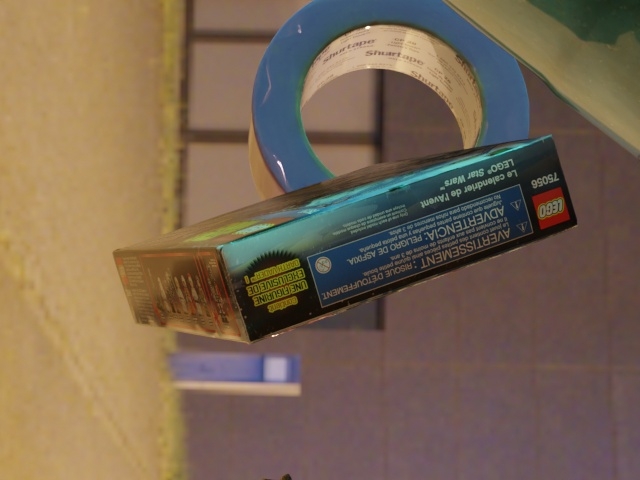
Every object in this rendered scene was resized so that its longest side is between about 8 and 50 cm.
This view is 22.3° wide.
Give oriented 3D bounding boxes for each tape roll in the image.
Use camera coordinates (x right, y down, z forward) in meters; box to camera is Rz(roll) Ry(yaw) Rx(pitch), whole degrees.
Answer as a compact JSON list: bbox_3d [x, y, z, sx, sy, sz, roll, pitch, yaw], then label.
[{"bbox_3d":[0.045,-0.077,1.120,0.080,0.189,0.189,103,-11,-72],"label":"tape roll"}]

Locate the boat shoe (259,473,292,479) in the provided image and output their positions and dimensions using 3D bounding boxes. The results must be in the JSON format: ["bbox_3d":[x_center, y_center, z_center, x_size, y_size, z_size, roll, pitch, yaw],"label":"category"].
[{"bbox_3d":[-0.019,0.118,0.567,0.076,0.228,0.080,48,-54,26],"label":"boat shoe"}]

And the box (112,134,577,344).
[{"bbox_3d":[0.000,0.000,0.461,0.137,0.094,0.027,178,-106,-73],"label":"box"}]

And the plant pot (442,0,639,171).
[{"bbox_3d":[0.083,-0.201,0.526,0.272,0.255,0.271,-55,176,-5],"label":"plant pot"}]
